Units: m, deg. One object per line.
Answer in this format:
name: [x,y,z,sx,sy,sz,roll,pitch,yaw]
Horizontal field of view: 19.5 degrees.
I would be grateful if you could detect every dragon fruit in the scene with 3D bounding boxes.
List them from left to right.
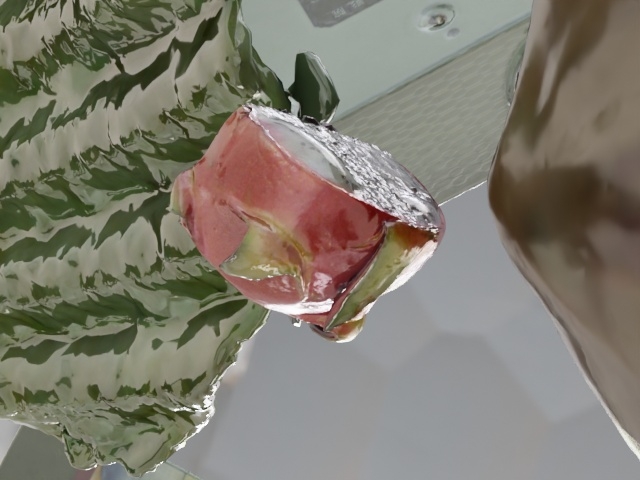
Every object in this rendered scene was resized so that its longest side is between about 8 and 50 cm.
dragon fruit: [0.000,0.000,0.562,0.056,0.060,0.083,-51,-38,14]

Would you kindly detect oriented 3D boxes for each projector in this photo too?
projector: [0.051,-0.125,1.111,0.250,0.198,0.108,-27,-46,-2]

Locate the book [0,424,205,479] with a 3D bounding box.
book: [-0.156,0.260,1.432,0.201,0.289,0.026,-64,-29,-7]

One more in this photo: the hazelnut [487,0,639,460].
hazelnut: [0.239,-0.049,0.541,0.359,0.359,0.409,42,-156,-63]

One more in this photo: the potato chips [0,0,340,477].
potato chips: [-0.123,-0.108,0.730,0.097,0.373,0.389,-15,-24,-27]
